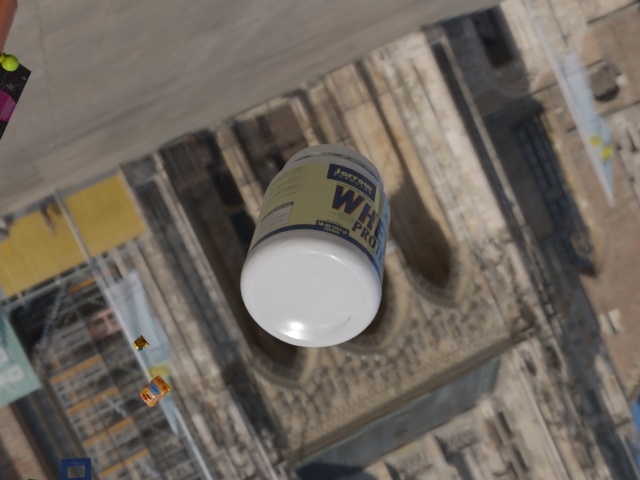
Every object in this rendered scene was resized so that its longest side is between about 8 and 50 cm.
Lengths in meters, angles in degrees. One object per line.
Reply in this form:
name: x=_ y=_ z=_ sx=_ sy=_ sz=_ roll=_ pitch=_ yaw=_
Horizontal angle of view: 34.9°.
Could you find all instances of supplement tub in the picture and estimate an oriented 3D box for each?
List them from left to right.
supplement tub: x=0.000 y=0.000 z=1.776 sx=0.235 sy=0.235 sz=0.325 roll=-21 pitch=-149 yaw=23

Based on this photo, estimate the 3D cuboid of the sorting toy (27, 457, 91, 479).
sorting toy: x=-0.481 y=0.588 z=2.019 sx=0.196 sy=0.347 sz=0.047 roll=-11 pitch=137 yaw=-25

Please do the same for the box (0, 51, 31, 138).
box: x=-0.798 y=-0.321 z=2.334 sx=0.142 sy=0.163 sz=0.247 roll=-33 pitch=-146 yaw=36

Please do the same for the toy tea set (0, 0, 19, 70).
toy tea set: x=-0.497 y=-0.278 z=1.133 sx=0.336 sy=0.124 sz=0.200 roll=17 pitch=165 yaw=20

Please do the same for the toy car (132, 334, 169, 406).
toy car: x=-0.311 y=0.232 z=1.770 sx=0.060 sy=0.122 sz=0.040 roll=-27 pitch=180 yaw=28
